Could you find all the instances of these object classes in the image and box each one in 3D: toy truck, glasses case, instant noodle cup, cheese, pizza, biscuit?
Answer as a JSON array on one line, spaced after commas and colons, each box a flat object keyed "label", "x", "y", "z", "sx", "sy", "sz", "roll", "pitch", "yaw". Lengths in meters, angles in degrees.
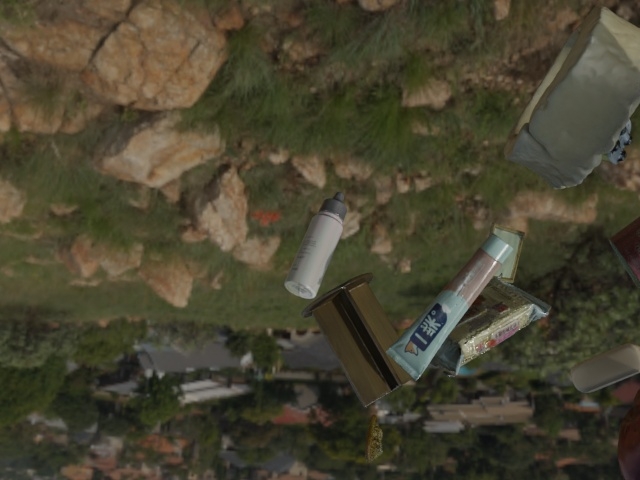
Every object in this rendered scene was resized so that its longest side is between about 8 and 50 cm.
[{"label": "toy truck", "x": 0.692, "y": -0.243, "z": 1.810, "sx": 0.077, "sy": 0.111, "sz": 0.076, "roll": 18, "pitch": 171, "yaw": 40}, {"label": "glasses case", "x": 0.758, "y": 0.336, "z": 2.003, "sx": 0.196, "sy": 0.083, "sz": 0.050, "roll": -31, "pitch": 152, "yaw": 30}, {"label": "instant noodle cup", "x": 0.780, "y": 0.028, "z": 1.717, "sx": 0.178, "sy": 0.235, "sz": 0.235, "roll": -33, "pitch": 145, "yaw": 14}, {"label": "cheese", "x": 0.482, "y": -0.258, "z": 1.424, "sx": 0.153, "sy": 0.292, "sz": 0.332, "roll": 29, "pitch": 111, "yaw": 4}, {"label": "pizza", "x": 0.143, "y": 0.509, "z": 1.922, "sx": 0.026, "sy": 0.123, "sz": 0.108, "roll": -4, "pitch": 146, "yaw": 25}, {"label": "biscuit", "x": 0.353, "y": 0.193, "z": 1.733, "sx": 0.309, "sy": 0.186, "sz": 0.079, "roll": -25, "pitch": 125, "yaw": -20}]

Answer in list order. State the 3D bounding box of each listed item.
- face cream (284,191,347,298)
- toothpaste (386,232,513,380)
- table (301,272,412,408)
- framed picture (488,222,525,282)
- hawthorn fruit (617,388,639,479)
[{"label": "face cream", "x": 0.000, "y": 0.000, "z": 2.018, "sx": 0.092, "sy": 0.311, "sz": 0.092, "roll": 19, "pitch": 156, "yaw": 9}, {"label": "toothpaste", "x": 0.164, "y": 0.081, "z": 0.956, "sx": 0.205, "sy": 0.056, "sz": 0.036, "roll": -52, "pitch": 149, "yaw": 7}, {"label": "table", "x": 0.088, "y": 0.202, "z": 1.515, "sx": 0.167, "sy": 0.227, "sz": 0.167, "roll": -28, "pitch": 167, "yaw": -7}, {"label": "framed picture", "x": 0.453, "y": 0.034, "z": 1.890, "sx": 0.010, "sy": 0.136, "sz": 0.201, "roll": 14, "pitch": -178, "yaw": 36}, {"label": "hawthorn fruit", "x": 0.441, "y": 0.262, "z": 0.872, "sx": 0.271, "sy": 0.242, "sz": 0.242, "roll": -26, "pitch": 165, "yaw": -23}]
